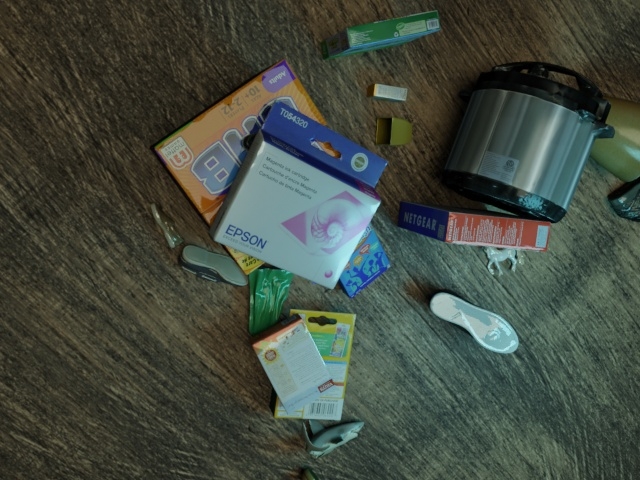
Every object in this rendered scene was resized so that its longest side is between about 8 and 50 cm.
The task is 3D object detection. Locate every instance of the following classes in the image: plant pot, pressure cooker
[{"bbox_3d":[0.217,-0.311,1.869,0.083,0.081,0.081,0,98,-26],"label":"plant pot"},{"bbox_3d":[0.883,-0.342,1.990,0.254,0.237,0.237,27,90,-3],"label":"plant pot"},{"bbox_3d":[0.576,-0.290,1.817,0.370,0.375,0.420,18,94,-14],"label":"pressure cooker"}]

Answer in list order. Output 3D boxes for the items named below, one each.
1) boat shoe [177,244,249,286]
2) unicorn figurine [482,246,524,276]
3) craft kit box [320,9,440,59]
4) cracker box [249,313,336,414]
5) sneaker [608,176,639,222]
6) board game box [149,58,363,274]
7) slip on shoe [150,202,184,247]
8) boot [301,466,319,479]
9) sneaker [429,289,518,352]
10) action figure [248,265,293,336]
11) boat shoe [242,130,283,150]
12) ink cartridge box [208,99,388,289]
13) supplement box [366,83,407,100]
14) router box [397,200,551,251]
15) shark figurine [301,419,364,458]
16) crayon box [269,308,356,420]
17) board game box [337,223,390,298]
[{"bbox_3d":[-0.298,0.079,1.803,0.206,0.075,0.065,26,134,-23],"label":"boat shoe"},{"bbox_3d":[0.560,0.054,2.034,0.162,0.060,0.111,-18,102,-29],"label":"unicorn figurine"},{"bbox_3d":[0.152,-0.541,1.728,0.250,0.246,0.061,-15,99,-14],"label":"craft kit box"},{"bbox_3d":[-0.076,0.341,1.802,0.156,0.067,0.232,-27,103,-9],"label":"cracker box"},{"bbox_3d":[1.061,-0.144,2.127,0.227,0.087,0.130,-35,107,-5],"label":"sneaker"},{"bbox_3d":[-0.172,-0.187,1.630,0.356,0.356,0.356,-37,107,-8],"label":"board game box"},{"bbox_3d":[-0.411,-0.045,1.744,0.041,0.051,0.135,-25,107,-5],"label":"slip on shoe"},{"bbox_3d":[-0.090,0.843,1.949,0.269,0.089,0.236,-29,104,-8],"label":"boot"},{"bbox_3d":[0.458,0.232,1.967,0.296,0.147,0.104,30,97,-1],"label":"sneaker"},{"bbox_3d":[-0.156,0.188,1.845,0.137,0.063,0.232,6,100,-18],"label":"action figure"},{"bbox_3d":[-0.102,-0.226,1.435,0.142,0.040,0.049,-18,102,-13],"label":"boat shoe"},{"bbox_3d":[-0.033,-0.092,1.449,0.324,0.071,0.330,24,98,-28],"label":"ink cartridge box"},{"bbox_3d":[0.189,-0.419,1.852,0.098,0.062,0.036,5,95,-17],"label":"supplement box"},{"bbox_3d":[0.418,-0.045,1.831,0.301,0.335,0.082,5,97,-15],"label":"router box"},{"bbox_3d":[-0.007,0.573,1.911,0.166,0.278,0.116,-40,67,22],"label":"shark figurine"},{"bbox_3d":[-0.023,0.354,1.897,0.203,0.083,0.322,7,97,-16],"label":"crayon box"},{"bbox_3d":[0.098,0.042,1.860,0.160,0.047,0.210,-39,127,-12],"label":"board game box"}]
